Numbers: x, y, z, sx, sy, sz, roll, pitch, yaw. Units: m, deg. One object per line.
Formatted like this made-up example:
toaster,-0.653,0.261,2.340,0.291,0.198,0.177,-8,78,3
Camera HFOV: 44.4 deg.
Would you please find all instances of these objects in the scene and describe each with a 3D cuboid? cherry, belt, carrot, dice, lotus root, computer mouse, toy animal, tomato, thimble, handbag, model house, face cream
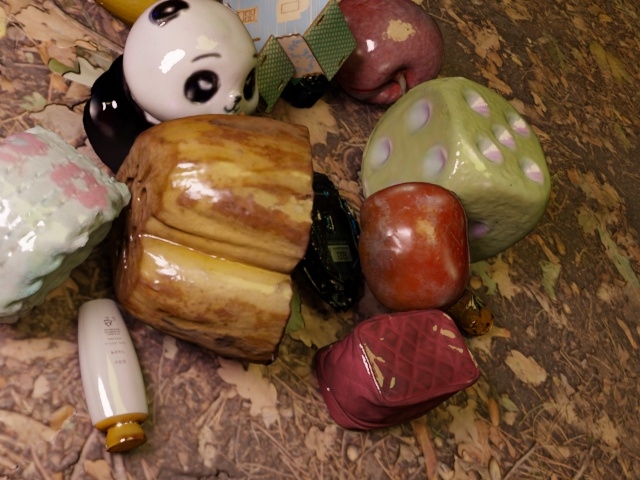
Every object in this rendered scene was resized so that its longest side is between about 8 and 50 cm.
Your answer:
cherry,0.125,-0.375,1.535,0.236,0.213,0.285,20,38,-40
belt,-0.030,-0.310,1.465,0.105,0.058,0.140,31,43,-24
carrot,0.206,0.089,1.367,0.229,0.069,0.069,35,43,-14
dice,0.239,-0.115,1.405,0.254,0.252,0.249,18,50,-33
lotus root,-0.134,-0.002,0.977,0.250,0.316,0.316,9,54,-23
computer mouse,0.000,0.000,1.240,0.146,0.078,0.241,1,70,-49
toy animal,-0.195,-0.201,1.091,0.213,0.267,0.212,26,46,-31
tomato,0.130,0.017,1.212,0.155,0.181,0.214,-10,87,-61
thimble,-0.330,-0.022,0.883,0.149,0.185,0.211,43,66,-5
handbag,0.110,0.189,1.153,0.225,0.135,0.146,-5,64,-38
model house,-0.050,-0.344,1.317,0.178,0.207,0.271,50,37,-57
face cream,-0.247,0.158,0.927,0.072,0.051,0.182,2,57,-41

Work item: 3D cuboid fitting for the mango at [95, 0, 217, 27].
mango,-0.315,-0.448,1.273,0.332,0.142,0.195,32,38,-7
